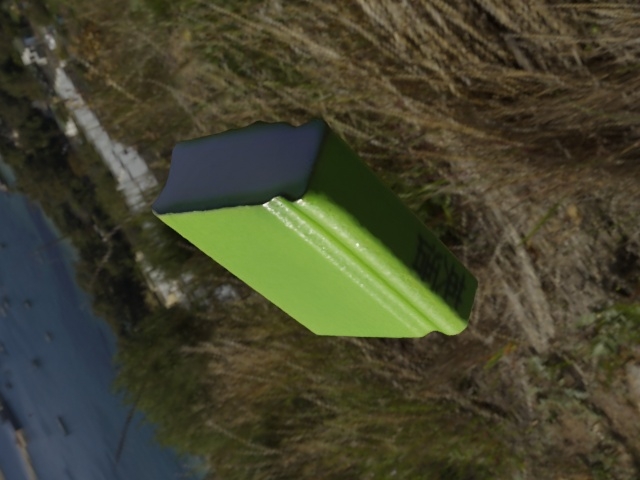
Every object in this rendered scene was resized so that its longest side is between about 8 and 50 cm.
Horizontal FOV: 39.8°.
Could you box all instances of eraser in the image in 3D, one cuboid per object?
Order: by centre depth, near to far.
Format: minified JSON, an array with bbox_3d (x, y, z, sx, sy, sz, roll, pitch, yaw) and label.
[{"bbox_3d":[0.000,0.000,0.876,0.210,0.092,0.274,-4,145,40],"label":"eraser"}]
